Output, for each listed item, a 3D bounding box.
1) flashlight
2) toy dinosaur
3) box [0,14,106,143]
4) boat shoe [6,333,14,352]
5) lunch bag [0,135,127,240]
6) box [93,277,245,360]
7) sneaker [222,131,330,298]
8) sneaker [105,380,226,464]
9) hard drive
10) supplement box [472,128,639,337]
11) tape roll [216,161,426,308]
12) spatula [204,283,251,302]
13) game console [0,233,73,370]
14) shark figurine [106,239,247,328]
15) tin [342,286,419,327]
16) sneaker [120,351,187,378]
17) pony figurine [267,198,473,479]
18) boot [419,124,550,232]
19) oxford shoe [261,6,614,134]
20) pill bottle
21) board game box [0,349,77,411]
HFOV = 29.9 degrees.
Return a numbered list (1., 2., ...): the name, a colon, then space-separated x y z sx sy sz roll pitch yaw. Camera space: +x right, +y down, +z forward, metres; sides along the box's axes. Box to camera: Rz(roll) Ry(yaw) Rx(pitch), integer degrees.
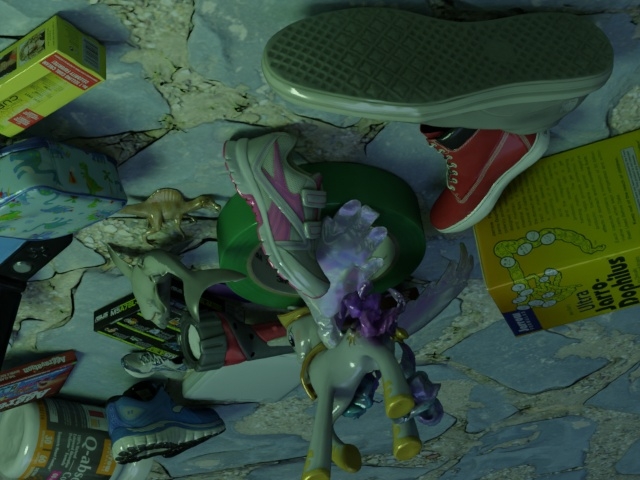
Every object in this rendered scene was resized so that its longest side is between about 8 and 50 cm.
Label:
1. flashlight: -0.087 0.149 2.019 0.304 0.103 0.103 -10 155 -31
2. toy dinosaur: -0.243 -0.041 1.777 0.183 0.053 0.093 -4 134 -20
3. box: -0.376 -0.186 1.479 0.232 0.058 0.087 -25 145 26
4. boat shoe: -0.634 0.187 2.022 0.226 0.076 0.083 4 147 -19
5. lunch bag: -0.384 -0.062 1.605 0.176 0.090 0.219 -25 166 24
6. box: -0.258 0.137 2.053 0.184 0.045 0.190 -23 146 33
7. sneaker: -0.037 -0.041 1.654 0.111 0.252 0.103 -24 -173 6
8. sneaker: -0.298 0.335 2.308 0.129 0.147 0.330 -28 163 19
9. hard drive: -0.118 0.238 2.215 0.203 0.040 0.307 5 155 -21
10. supplement box: 0.425 -0.016 1.815 0.356 0.195 0.194 -17 148 15
11. tape roll: 0.000 0.000 1.859 0.321 0.077 0.321 -6 150 -4
12. spatula: -0.055 0.082 2.021 0.296 0.030 0.084 -3 166 -13
13. game console: -0.543 0.065 1.747 0.293 0.173 0.250 19 140 -38
14. shark figurine: -0.223 0.037 1.828 0.116 0.166 0.278 -36 -174 -27
15. tin: 0.099 0.114 2.038 0.106 0.040 0.189 -24 172 32
16. sneaker: -0.298 0.215 2.184 0.135 0.052 0.058 5 138 -34
17. pony figurine: 0.061 0.152 1.781 0.303 0.363 0.351 28 119 -34
18. boot: 0.187 -0.110 1.717 0.176 0.088 0.244 13 137 -28
19. oxford shoe: 0.145 -0.198 1.487 0.449 0.169 0.130 -4 151 -17
20. pill bottle: -0.472 0.396 2.323 0.278 0.162 0.162 16 142 -34
21. board game box: -0.580 0.274 2.124 0.281 0.027 0.145 -16 159 -35
